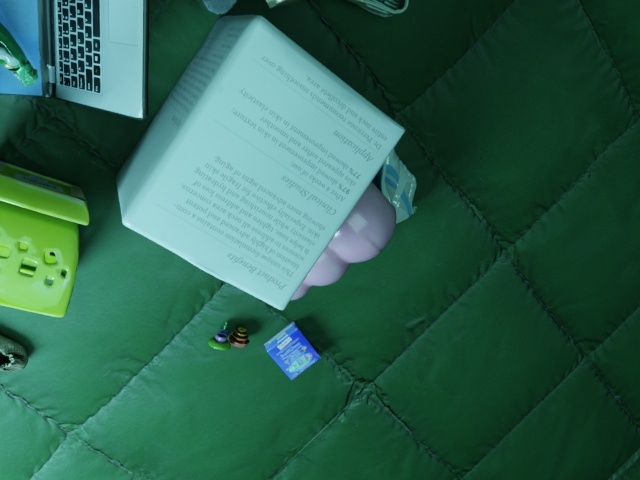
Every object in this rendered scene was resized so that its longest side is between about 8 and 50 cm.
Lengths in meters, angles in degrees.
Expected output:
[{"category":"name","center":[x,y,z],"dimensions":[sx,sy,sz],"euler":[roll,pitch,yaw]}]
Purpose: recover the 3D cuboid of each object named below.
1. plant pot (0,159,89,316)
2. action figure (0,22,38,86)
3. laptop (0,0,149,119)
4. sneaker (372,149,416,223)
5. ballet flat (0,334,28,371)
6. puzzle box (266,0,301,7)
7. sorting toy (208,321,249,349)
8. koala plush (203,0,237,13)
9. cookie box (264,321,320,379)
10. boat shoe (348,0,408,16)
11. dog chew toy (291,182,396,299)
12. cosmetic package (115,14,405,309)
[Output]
[{"category":"plant pot","center":[-0.538,-0.015,1.145],"dimensions":[0.228,0.227,0.207],"euler":[20,96,-25]},{"category":"action figure","center":[-0.524,-0.328,0.966],"dimensions":[0.063,0.137,0.232],"euler":[-44,124,-2]},{"category":"laptop","center":[-0.490,-0.408,1.012],"dimensions":[0.236,0.407,0.382],"euler":[-19,121,-51]},{"category":"sneaker","center":[0.158,-0.146,1.432],"dimensions":[0.092,0.087,0.229],"euler":[-24,123,-19]},{"category":"ballet flat","center":[-0.695,0.195,1.251],"dimensions":[0.249,0.058,0.084],"euler":[37,93,-27]},{"category":"puzzle box","center":[-0.089,-0.592,1.036],"dimensions":[0.052,0.272,0.409],"euler":[-19,105,34]},{"category":"sorting toy","center":[-0.205,0.214,1.439],"dimensions":[0.102,0.061,0.042],"euler":[3,109,-45]},{"category":"koala plush","center":[-0.172,-0.552,1.108],"dimensions":[0.196,0.203,0.221],"euler":[-20,88,12]},{"category":"cookie box","center":[-0.066,0.262,1.518],"dimensions":[0.091,0.040,0.107],"euler":[-37,118,-4]},{"category":"boat shoe","center":[0.042,-0.525,1.235],"dimensions":[0.302,0.094,0.109],"euler":[15,103,-23]},{"category":"dog chew toy","center":[0.000,0.000,1.366],"dimensions":[0.332,0.207,0.206],"euler":[-41,118,7]},{"category":"cosmetic package","center":[-0.130,-0.155,1.179],"dimensions":[0.329,0.327,0.394],"euler":[33,95,-27]}]
